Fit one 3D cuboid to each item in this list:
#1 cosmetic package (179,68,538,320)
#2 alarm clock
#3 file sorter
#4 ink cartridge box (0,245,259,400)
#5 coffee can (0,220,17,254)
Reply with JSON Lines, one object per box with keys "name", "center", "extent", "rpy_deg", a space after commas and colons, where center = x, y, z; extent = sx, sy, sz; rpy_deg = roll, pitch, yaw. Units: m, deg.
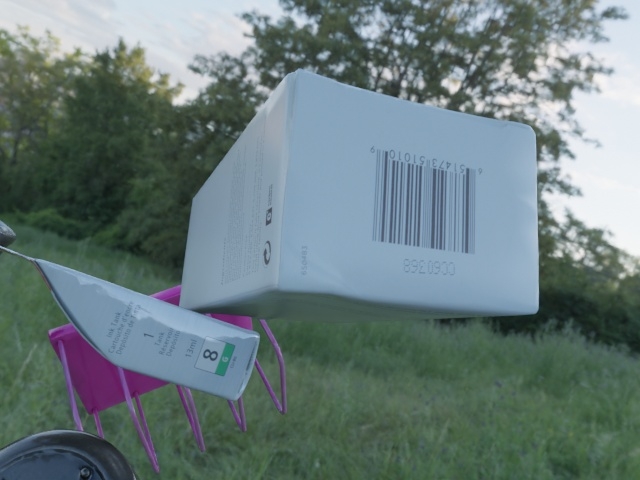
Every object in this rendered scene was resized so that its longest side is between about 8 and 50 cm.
{"name": "cosmetic package", "center": [0.000, 0.000, 0.567], "extent": [0.217, 0.156, 0.385], "rpy_deg": [8, -10, -23]}
{"name": "alarm clock", "center": [-0.203, 0.188, 0.399], "extent": [0.192, 0.129, 0.064], "rpy_deg": [32, -33, 20]}
{"name": "file sorter", "center": [-0.213, 0.209, 0.861], "extent": [0.290, 0.202, 0.182], "rpy_deg": [-19, 47, -19]}
{"name": "ink cartridge box", "center": [-0.177, 0.049, 0.416], "extent": [0.224, 0.056, 0.181], "rpy_deg": [22, -12, -23]}
{"name": "coffee can", "center": [-0.558, 0.047, 0.713], "extent": [0.201, 0.275, 0.201], "rpy_deg": [33, -11, 7]}
